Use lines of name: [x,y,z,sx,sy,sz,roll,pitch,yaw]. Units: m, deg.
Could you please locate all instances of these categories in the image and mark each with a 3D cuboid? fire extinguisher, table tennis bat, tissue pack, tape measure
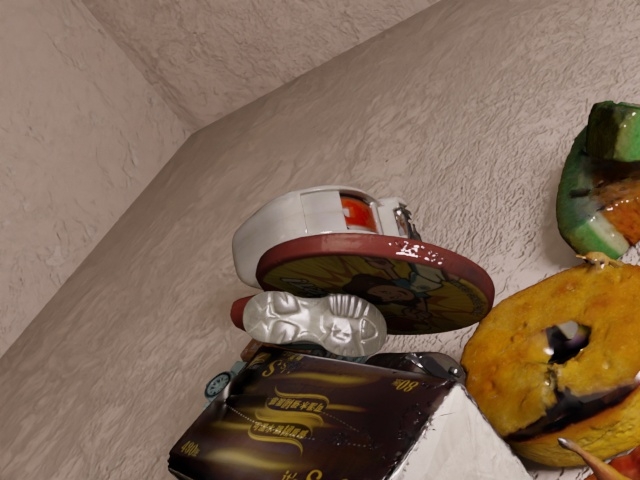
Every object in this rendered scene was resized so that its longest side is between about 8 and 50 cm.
fire extinguisher: [0.106,0.164,0.886,0.072,0.089,0.268,-52,4,-14]
table tennis bat: [0.024,0.068,0.925,0.415,0.268,0.051,-16,55,47]
tissue pack: [0.021,0.261,0.810,0.210,0.198,0.370,-46,24,-29]
tape measure: [0.000,0.000,1.275,0.258,0.265,0.130,-27,61,33]

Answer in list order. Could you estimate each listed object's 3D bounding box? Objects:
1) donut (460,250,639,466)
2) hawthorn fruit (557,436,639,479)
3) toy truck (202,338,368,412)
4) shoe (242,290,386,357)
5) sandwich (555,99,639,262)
donut: [0.267,0.129,0.799,0.254,0.118,0.253,-30,26,16]
hawthorn fruit: [0.248,0.211,0.498,0.207,0.243,0.207,-42,7,6]
toy truck: [-0.023,0.181,1.104,0.162,0.136,0.305,-6,38,47]
shoe: [-0.008,0.103,0.885,0.099,0.169,0.071,114,163,-76]
sandwich: [0.432,-0.111,0.944,0.301,0.162,0.250,-17,35,45]
